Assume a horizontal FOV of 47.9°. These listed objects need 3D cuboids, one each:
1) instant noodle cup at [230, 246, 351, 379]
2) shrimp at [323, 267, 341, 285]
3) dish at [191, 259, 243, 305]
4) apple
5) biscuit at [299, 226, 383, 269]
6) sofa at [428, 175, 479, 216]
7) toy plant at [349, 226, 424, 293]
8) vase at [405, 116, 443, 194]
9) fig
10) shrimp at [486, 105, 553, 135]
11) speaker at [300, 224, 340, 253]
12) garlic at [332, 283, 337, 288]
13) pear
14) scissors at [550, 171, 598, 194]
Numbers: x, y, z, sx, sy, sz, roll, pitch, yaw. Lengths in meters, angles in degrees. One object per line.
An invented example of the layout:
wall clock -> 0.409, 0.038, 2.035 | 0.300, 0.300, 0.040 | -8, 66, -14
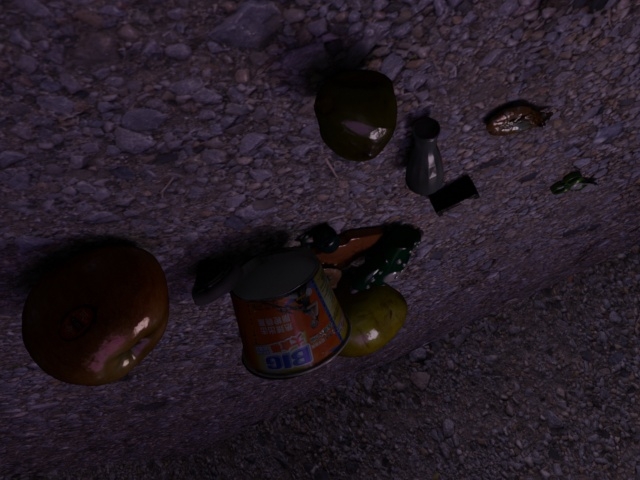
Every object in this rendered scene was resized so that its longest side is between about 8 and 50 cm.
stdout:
instant noodle cup -> -0.087, 0.165, 1.756 | 0.297, 0.296, 0.213 | -20, 119, -5
shrimp -> -0.045, 0.131, 1.966 | 0.219, 0.046, 0.152 | -28, 161, 17
dish -> -0.263, 0.082, 1.714 | 0.141, 0.141, 0.078 | -28, 113, 13
apple -> -0.448, 0.162, 1.482 | 0.309, 0.249, 0.277 | -34, 156, 22
biscuit -> 0.031, 0.044, 1.947 | 0.307, 0.043, 0.284 | -26, 159, 10
sofa -> 0.343, -0.113, 1.849 | 0.118, 0.060, 0.039 | -27, 155, 14
toy plant -> 0.188, 0.054, 2.021 | 0.243, 0.112, 0.233 | -49, 163, 27
vase -> 0.225, -0.183, 1.546 | 0.086, 0.086, 0.214 | -21, 154, -3
fig -> 0.056, -0.215, 1.192 | 0.154, 0.144, 0.166 | -55, 158, 12
shrimp -> 0.449, -0.268, 1.603 | 0.184, 0.043, 0.091 | -8, 152, -30
speaker -> -0.001, -0.005, 1.801 | 0.095, 0.060, 0.075 | 10, 165, 15
garlic -> 0.008, 0.128, 2.114 | 0.083, 0.053, 0.041 | -15, 161, 5
pear -> 0.103, 0.228, 2.181 | 0.322, 0.268, 0.269 | -6, 157, -6
scissors -> 0.786, -0.170, 2.192 | 0.205, 0.027, 0.101 | 1, 151, -42
